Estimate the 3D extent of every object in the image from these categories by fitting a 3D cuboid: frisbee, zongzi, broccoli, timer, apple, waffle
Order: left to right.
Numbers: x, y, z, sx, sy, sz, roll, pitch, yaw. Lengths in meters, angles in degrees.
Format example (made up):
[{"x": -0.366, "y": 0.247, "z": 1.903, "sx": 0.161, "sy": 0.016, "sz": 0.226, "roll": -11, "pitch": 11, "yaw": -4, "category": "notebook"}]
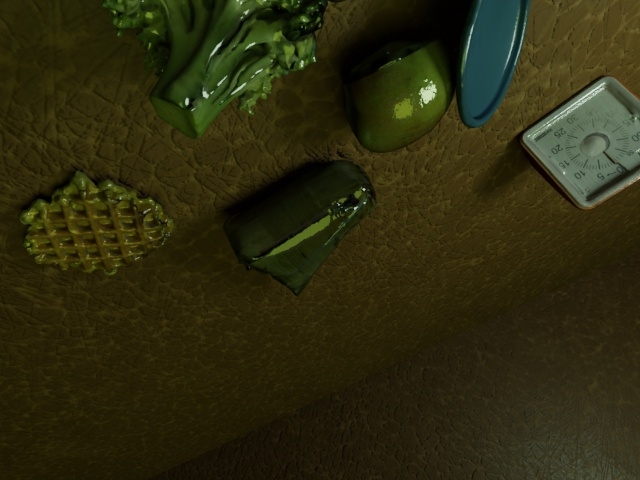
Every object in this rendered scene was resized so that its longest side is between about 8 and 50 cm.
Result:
[{"x": -0.424, "y": -0.020, "z": 0.772, "sx": 0.238, "sy": 0.058, "sz": 0.243, "roll": -36, "pitch": 141, "yaw": 20, "category": "waffle"}, {"x": -0.123, "y": -0.243, "z": 0.481, "sx": 0.247, "sy": 0.243, "sz": 0.263, "roll": 6, "pitch": 156, "yaw": 28, "category": "broccoli"}, {"x": 0.000, "y": 0.000, "z": 0.955, "sx": 0.323, "sy": 0.160, "sz": 0.360, "roll": -28, "pitch": 144, "yaw": 5, "category": "zongzi"}, {"x": 0.141, "y": -0.257, "z": 0.720, "sx": 0.188, "sy": 0.174, "sz": 0.207, "roll": -18, "pitch": 160, "yaw": -6, "category": "apple"}, {"x": 0.290, "y": -0.345, "z": 0.709, "sx": 0.289, "sy": 0.049, "sz": 0.289, "roll": -32, "pitch": 133, "yaw": -41, "category": "frisbee"}, {"x": 0.690, "y": -0.224, "z": 1.015, "sx": 0.257, "sy": 0.250, "sz": 0.161, "roll": -36, "pitch": 144, "yaw": 14, "category": "timer"}]

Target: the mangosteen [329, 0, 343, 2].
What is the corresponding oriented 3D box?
[{"x": 0.037, "y": -0.382, "z": 0.492, "sx": 0.200, "sy": 0.200, "sz": 0.200, "roll": -17, "pitch": 144, "yaw": -13, "category": "mangosteen"}]
